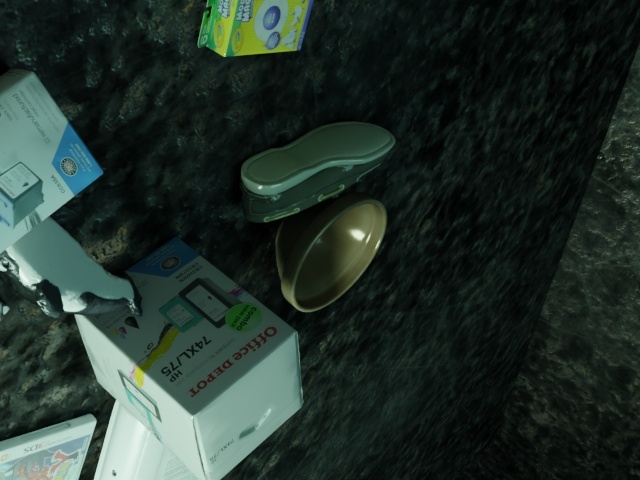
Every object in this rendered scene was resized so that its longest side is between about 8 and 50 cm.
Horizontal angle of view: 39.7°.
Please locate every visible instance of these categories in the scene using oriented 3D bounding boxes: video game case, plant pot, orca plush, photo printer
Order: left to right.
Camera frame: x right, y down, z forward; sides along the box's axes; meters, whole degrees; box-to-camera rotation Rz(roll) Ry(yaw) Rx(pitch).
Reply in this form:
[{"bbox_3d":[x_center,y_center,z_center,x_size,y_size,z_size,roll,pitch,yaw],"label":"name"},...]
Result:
[{"bbox_3d":[-0.449,0.375,1.379,0.183,0.023,0.201,-9,128,-52],"label":"video game case"},{"bbox_3d":[-0.352,0.036,1.148,0.287,0.102,0.151,17,61,-68],"label":"orca plush"},{"bbox_3d":[-0.270,0.376,1.557,0.256,0.107,0.308,-15,132,-49],"label":"photo printer"},{"bbox_3d":[0.000,0.000,1.562,0.237,0.109,0.237,-37,150,-25],"label":"plant pot"}]

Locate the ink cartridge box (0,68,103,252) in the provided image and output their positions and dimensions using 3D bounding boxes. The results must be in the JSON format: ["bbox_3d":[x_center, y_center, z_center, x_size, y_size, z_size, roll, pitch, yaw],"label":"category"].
[{"bbox_3d":[-0.356,-0.073,0.953,0.190,0.082,0.140,-44,122,-22],"label":"ink cartridge box"}]

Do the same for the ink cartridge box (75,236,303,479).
[{"bbox_3d":[-0.188,0.175,1.306,0.198,0.270,0.197,-38,146,-29],"label":"ink cartridge box"}]

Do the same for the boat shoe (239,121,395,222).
[{"bbox_3d":[-0.004,-0.115,1.454,0.305,0.109,0.091,-24,139,-34],"label":"boat shoe"}]

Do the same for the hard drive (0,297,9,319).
[{"bbox_3d":[-0.523,0.098,0.949,0.237,0.064,0.339,-52,150,-7],"label":"hard drive"}]

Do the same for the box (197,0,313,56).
[{"bbox_3d":[-0.086,-0.307,1.199,0.179,0.043,0.105,-17,133,-46],"label":"box"}]
